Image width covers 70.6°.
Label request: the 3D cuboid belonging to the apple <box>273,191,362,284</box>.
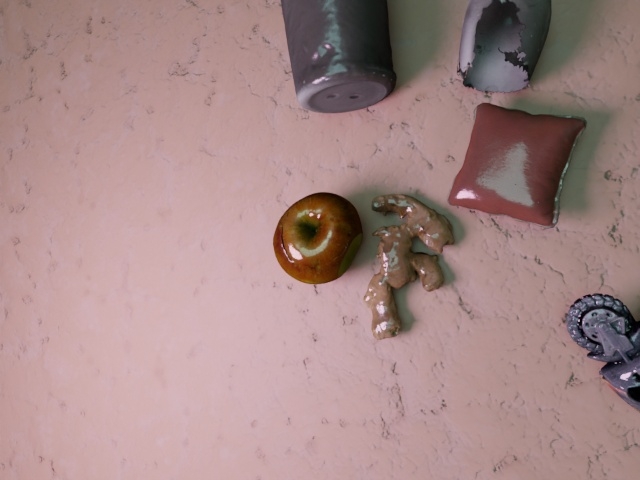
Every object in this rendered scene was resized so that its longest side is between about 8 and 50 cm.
[{"bbox_3d":[-0.006,-0.002,0.815,0.146,0.147,0.163,25,82,19],"label":"apple"}]

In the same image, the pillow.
[{"bbox_3d":[0.308,-0.122,0.723,0.171,0.075,0.179,17,92,24],"label":"pillow"}]

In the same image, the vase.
[{"bbox_3d":[0.026,-0.394,0.798,0.244,0.245,0.292,-9,85,22],"label":"vase"}]

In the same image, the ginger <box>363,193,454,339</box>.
[{"bbox_3d":[0.149,0.048,0.783,0.149,0.065,0.259,6,84,22],"label":"ginger"}]

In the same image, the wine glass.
[{"bbox_3d":[0.309,-0.407,0.726,0.143,0.143,0.322,9,89,24],"label":"wine glass"}]

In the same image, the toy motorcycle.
[{"bbox_3d":[0.498,0.154,0.599,0.306,0.108,0.174,-1,93,23],"label":"toy motorcycle"}]
